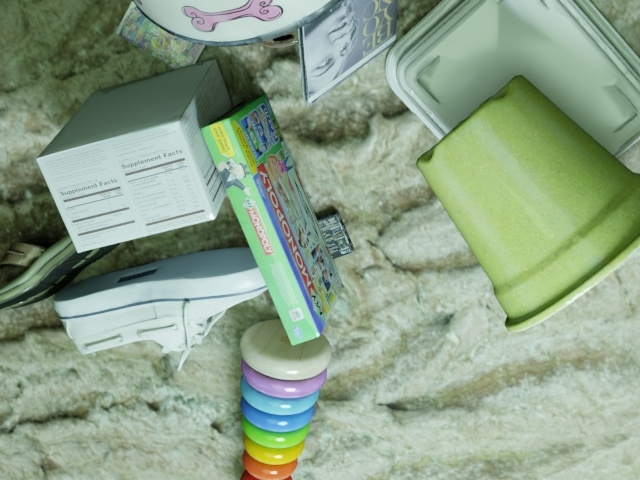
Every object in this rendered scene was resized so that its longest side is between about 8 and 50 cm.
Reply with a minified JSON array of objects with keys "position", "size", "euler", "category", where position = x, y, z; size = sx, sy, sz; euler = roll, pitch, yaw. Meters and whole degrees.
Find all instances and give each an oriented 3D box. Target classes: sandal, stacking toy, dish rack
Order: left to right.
[{"position":[-0.426,0.027,1.781],"size":[0.303,0.120,0.086],"euler":[-33,79,15],"category":"sandal"},{"position":[-0.072,0.295,1.812],"size":[0.141,0.141,0.330],"euler":[11,115,4],"category":"stacking toy"},{"position":[0.284,-0.207,1.599],"size":[0.285,0.072,0.333],"euler":[-41,101,19],"category":"dish rack"}]

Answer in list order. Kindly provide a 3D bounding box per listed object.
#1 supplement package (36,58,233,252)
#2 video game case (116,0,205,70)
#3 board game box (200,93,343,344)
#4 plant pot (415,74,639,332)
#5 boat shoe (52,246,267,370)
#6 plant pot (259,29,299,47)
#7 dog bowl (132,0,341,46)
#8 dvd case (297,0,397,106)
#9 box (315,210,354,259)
[{"position":[-0.237,-0.123,1.596],"size":[0.204,0.262,0.145],"euler":[-13,113,13],"category":"supplement package"},{"position":[-0.223,-0.304,1.665],"size":[0.122,0.011,0.087],"euler":[31,112,-4],"category":"video game case"},{"position":[-0.060,-0.036,1.620],"size":[0.046,0.213,0.317],"euler":[-19,102,14],"category":"board game box"},{"position":[0.270,-0.065,1.499],"size":[0.276,0.276,0.254],"euler":[-40,89,20],"category":"plant pot"},{"position":[-0.223,0.118,1.761],"size":[0.367,0.136,0.156],"euler":[-13,108,15],"category":"boat shoe"},{"position":[-0.046,-0.334,1.545],"size":[0.167,0.165,0.166],"euler":[2,111,6],"category":"plant pot"},{"position":[-0.103,-0.447,1.394],"size":[0.408,0.150,0.407],"euler":[-8,68,21],"category":"dog bowl"},{"position":[0.038,-0.286,1.508],"size":[0.164,0.221,0.018],"euler":[-38,67,-18],"category":"dvd case"},{"position":[0.000,0.000,1.744],"size":[0.083,0.018,0.067],"euler":[-21,106,15],"category":"box"}]
